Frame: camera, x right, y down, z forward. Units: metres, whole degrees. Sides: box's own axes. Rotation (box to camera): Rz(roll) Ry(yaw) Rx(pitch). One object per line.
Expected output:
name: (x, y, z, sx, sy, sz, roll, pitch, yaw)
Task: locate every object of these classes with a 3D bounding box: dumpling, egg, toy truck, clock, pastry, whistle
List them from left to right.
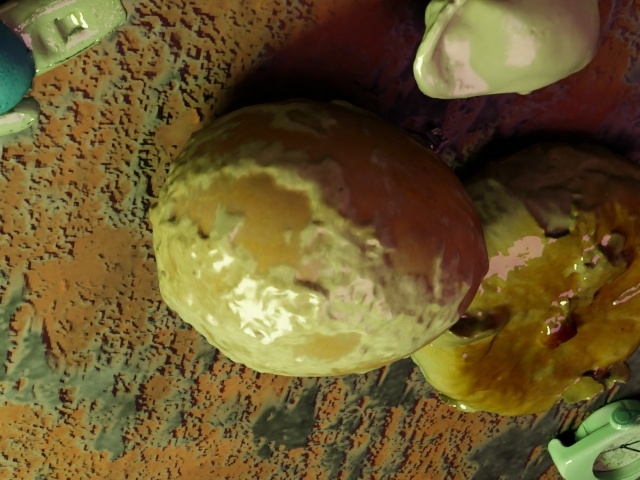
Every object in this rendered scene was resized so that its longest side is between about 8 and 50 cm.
whistle: (-0.226, -0.095, 0.839, 0.235, 0.077, 0.114, -25, 131, -2)
egg: (0.000, 0.000, 0.954, 0.233, 0.195, 0.195, 0, 133, -8)
toy truck: (0.061, -0.052, 1.048, 0.083, 0.024, 0.032, -49, 155, 26)
dumpling: (0.128, -0.166, 0.916, 0.169, 0.100, 0.134, -11, 121, -18)
pastry: (0.178, 0.036, 1.118, 0.257, 0.121, 0.236, -16, 136, -11)
clock: (0.301, 0.198, 1.393, 0.135, 0.041, 0.101, -37, 136, 12)
